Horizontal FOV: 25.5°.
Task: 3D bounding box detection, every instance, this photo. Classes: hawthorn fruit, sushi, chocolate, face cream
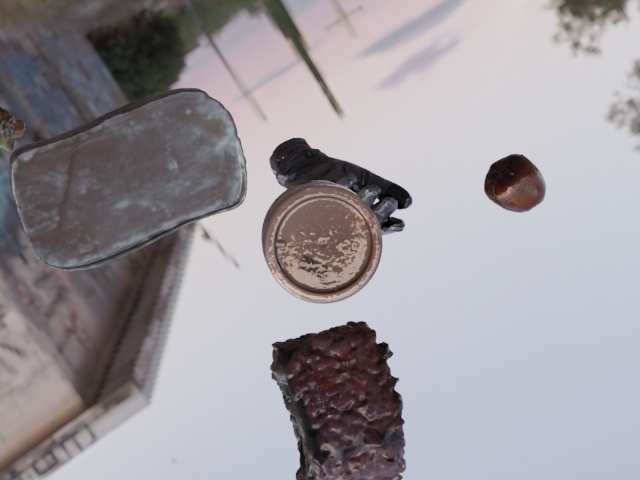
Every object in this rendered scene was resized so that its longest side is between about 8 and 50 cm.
[{"bbox_3d":[0.239,-0.068,1.736,0.077,0.077,0.077,-30,-166,8],"label":"hawthorn fruit"},{"bbox_3d":[0.024,0.267,2.180,0.171,0.270,0.236,-11,164,-14],"label":"sushi"},{"bbox_3d":[-0.212,-0.075,1.530,0.254,0.157,0.080,-23,-152,-18],"label":"chocolate"},{"bbox_3d":[0.000,0.000,1.789,0.149,0.149,0.104,-32,-172,-1],"label":"face cream"}]

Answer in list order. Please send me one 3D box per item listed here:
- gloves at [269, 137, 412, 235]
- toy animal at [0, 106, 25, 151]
[{"bbox_3d":[0.035,-0.076,2.168,0.142,0.119,0.285,-23,-148,-28],"label":"gloves"},{"bbox_3d":[-0.406,-0.082,1.359,0.241,0.099,0.057,-4,-158,-22],"label":"toy animal"}]
